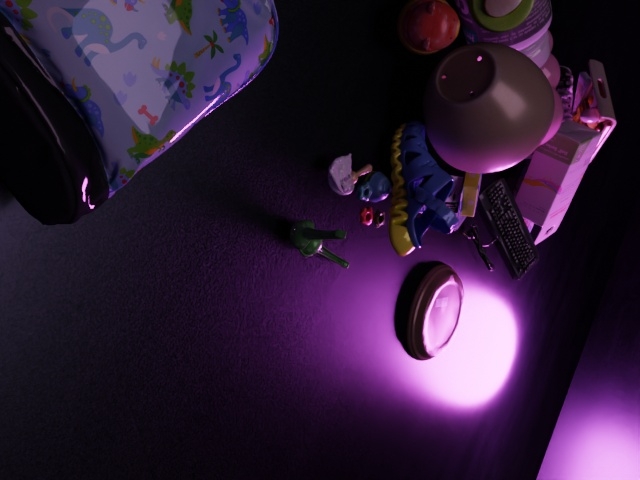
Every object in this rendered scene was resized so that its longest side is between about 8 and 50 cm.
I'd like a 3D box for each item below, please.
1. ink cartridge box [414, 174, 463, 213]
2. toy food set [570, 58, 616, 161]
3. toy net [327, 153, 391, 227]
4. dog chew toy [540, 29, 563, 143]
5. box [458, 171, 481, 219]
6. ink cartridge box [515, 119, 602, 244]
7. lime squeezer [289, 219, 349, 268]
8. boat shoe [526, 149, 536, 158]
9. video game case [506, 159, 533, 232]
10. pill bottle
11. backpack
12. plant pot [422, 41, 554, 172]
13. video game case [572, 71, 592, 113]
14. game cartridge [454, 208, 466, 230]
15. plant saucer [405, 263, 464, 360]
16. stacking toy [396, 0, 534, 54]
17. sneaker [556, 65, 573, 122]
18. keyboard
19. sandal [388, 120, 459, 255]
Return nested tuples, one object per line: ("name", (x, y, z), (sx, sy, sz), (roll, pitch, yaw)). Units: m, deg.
("ink cartridge box", (0.284, -0.118, 1.483), (0.207, 0.046, 0.097), (-3, 103, -51))
("toy food set", (0.859, -0.405, 1.956), (0.306, 0.093, 0.219), (84, 5, -66))
("toy net", (0.071, -0.105, 1.225), (0.232, 0.045, 0.122), (18, 89, -51))
("dog chew toy", (0.547, -0.422, 1.601), (0.207, 0.207, 0.331), (4, 90, -52))
("box", (0.396, -0.148, 1.561), (0.109, 0.043, 0.178), (80, 24, -49))
("ink cartridge box", (0.711, -0.177, 1.842), (0.207, 0.119, 0.353), (-23, 136, -45))
("lime squeezer", (0.000, 0.000, 1.129), (0.310, 0.110, 0.058), (73, 21, -77))
("boat shoe", (0.616, -0.363, 1.777), (0.098, 0.096, 0.277), (-51, 136, -29))
("video game case", (0.689, -0.174, 1.982), (0.248, 0.035, 0.275), (-60, 140, -18))
("pill bottle", (0.417, -0.562, 1.374), (0.204, 0.204, 0.361), (-57, 138, -22))
("backpack", (-0.221, -0.231, 0.677), (0.355, 0.274, 0.290), (-55, 133, -42))
("plant pot", (0.335, -0.310, 1.277), (0.191, 0.284, 0.284), (27, 80, -56))
("video game case", (0.929, -0.442, 2.087), (0.206, 0.026, 0.226), (-88, 172, -51))
("game cartridge", (0.384, -0.073, 1.648), (0.083, 0.017, 0.056), (-49, 139, -30))
("plant saucer", (0.325, 0.203, 1.645), (0.278, 0.041, 0.277), (-19, 116, -46))
("stacking toy", (0.283, -0.523, 1.151), (0.130, 0.280, 0.308), (-77, 161, -68))
("sneaker", (0.789, -0.425, 1.977), (0.118, 0.110, 0.291), (-19, 117, -57))
("keyboard", (0.531, -0.012, 1.758), (0.202, 0.033, 0.317), (-39, 112, -14))
("sandal", (0.221, -0.118, 1.274), (0.126, 0.138, 0.317), (47, 40, -59))
